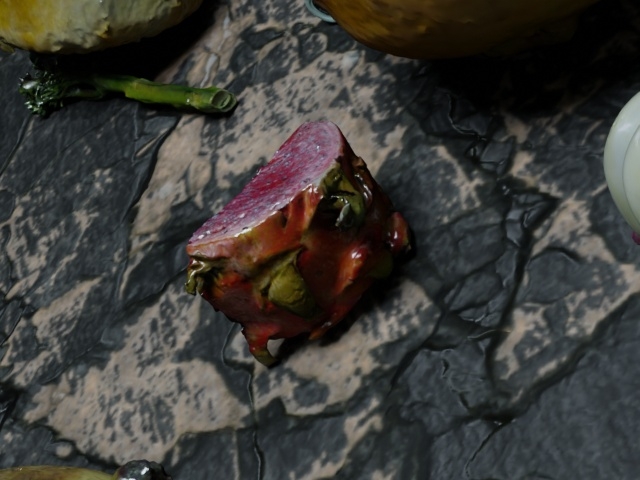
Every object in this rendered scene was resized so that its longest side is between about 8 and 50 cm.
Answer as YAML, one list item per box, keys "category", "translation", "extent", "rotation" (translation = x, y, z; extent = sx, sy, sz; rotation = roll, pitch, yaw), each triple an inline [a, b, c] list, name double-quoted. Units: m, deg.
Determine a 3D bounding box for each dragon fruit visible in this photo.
- category: "dragon fruit"
  translation: [0.000, 0.000, 1.167]
  extent: [0.096, 0.102, 0.147]
  rotation: [11, 59, 47]

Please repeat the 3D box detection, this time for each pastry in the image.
- category: "pastry"
  translation: [-0.183, -0.207, 1.499]
  extent: [0.192, 0.093, 0.182]
  rotation: [5, 27, 21]

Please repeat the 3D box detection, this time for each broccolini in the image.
- category: "broccolini"
  translation: [-0.147, -0.120, 1.490]
  extent: [0.057, 0.071, 0.254]
  rotation: [-18, 24, -41]

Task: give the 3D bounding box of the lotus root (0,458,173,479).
- category: "lotus root"
  translation: [-0.170, 0.196, 1.115]
  extent: [0.214, 0.138, 0.138]
  rotation: [-26, 40, 23]

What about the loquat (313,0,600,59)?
- category: "loquat"
  translation: [0.092, -0.272, 1.164]
  extent: [0.328, 0.328, 0.328]
  rotation: [-26, 40, 24]

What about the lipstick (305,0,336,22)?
- category: "lipstick"
  translation: [0.026, -0.213, 1.400]
  extent: [0.037, 0.037, 0.116]
  rotation: [-5, 46, 42]

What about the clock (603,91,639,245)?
- category: "clock"
  translation: [0.208, -0.052, 0.969]
  extent: [0.144, 0.103, 0.231]
  rotation: [-60, -2, 6]
